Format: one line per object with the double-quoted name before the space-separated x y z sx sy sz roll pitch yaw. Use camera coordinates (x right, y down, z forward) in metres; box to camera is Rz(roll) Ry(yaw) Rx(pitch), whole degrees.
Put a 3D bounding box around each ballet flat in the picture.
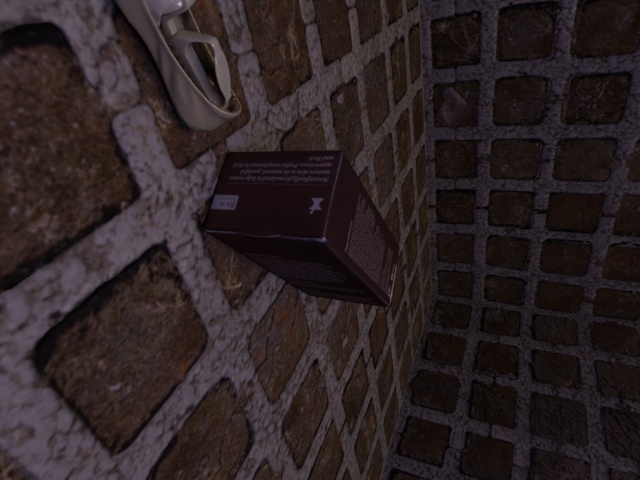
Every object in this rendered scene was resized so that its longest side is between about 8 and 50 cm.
"ballet flat" -0.157 -0.236 0.452 0.248 0.086 0.086 68 36 -44

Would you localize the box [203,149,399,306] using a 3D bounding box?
"box" 0.000 0.000 0.711 0.381 0.191 0.143 43 56 -61
